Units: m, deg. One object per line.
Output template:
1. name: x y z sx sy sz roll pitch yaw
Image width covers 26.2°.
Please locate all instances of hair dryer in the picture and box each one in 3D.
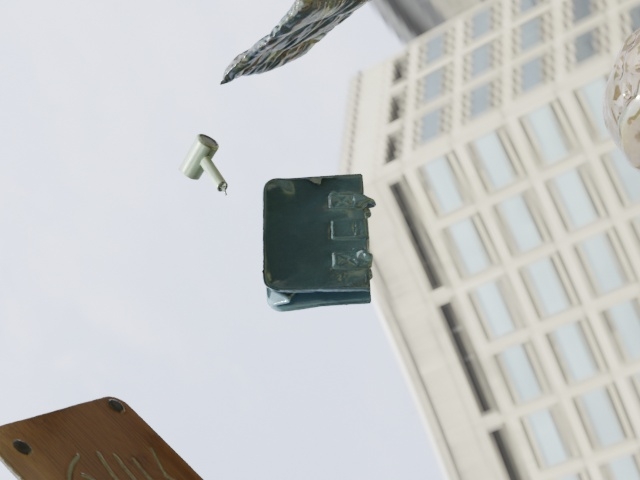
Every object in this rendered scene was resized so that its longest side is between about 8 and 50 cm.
1. hair dryer: -0.160 -0.097 1.988 0.038 0.063 0.124 14 -152 -39

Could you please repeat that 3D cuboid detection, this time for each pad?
1. pad: -0.226 0.299 1.626 0.286 0.018 0.284 41 -162 17

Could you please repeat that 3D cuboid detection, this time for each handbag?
1. handbag: 0.000 0.000 2.091 0.062 0.179 0.229 88 179 -52

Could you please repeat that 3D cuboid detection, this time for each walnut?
1. walnut: 0.491 -0.175 1.806 0.248 0.248 0.248 39 -143 -38

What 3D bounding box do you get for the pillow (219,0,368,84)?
1. pillow: -0.026 -0.299 1.967 0.034 0.189 0.255 53 -149 2
